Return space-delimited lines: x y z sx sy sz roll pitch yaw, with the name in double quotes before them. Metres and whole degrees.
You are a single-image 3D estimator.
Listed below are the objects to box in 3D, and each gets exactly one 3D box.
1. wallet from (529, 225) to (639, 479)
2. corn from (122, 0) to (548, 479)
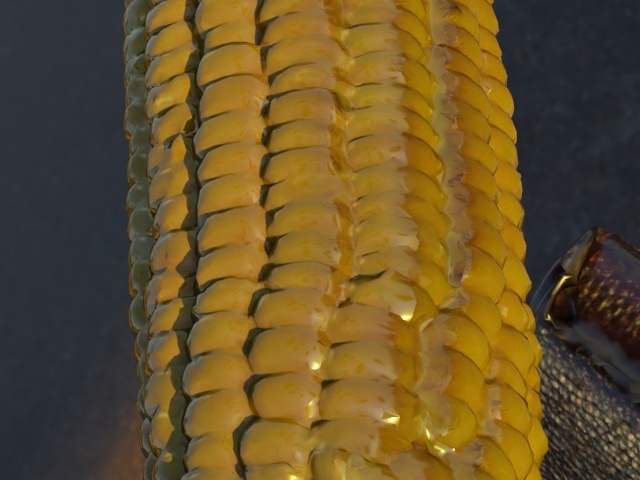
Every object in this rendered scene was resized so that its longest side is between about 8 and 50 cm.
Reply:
"wallet" 0.156 0.142 0.685 0.071 0.221 0.262 -41 -27 -29
"corn" 0.000 0.000 0.524 0.120 0.120 0.363 -36 44 41
